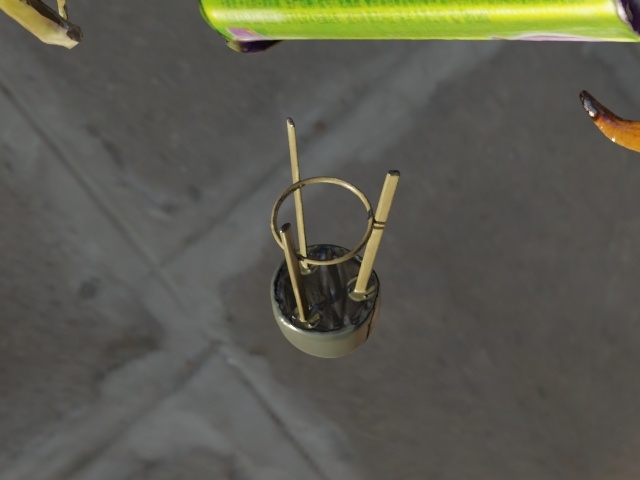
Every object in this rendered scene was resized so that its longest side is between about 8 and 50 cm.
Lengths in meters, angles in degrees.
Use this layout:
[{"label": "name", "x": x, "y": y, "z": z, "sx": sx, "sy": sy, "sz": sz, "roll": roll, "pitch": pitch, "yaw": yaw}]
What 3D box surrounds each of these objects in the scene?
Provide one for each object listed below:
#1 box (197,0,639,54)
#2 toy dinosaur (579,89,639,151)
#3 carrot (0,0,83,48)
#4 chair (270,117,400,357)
[{"label": "box", "x": 0.076, "y": -0.157, "z": 1.019, "sx": 0.134, "sy": 0.345, "sz": 0.097, "roll": -26, "pitch": 111, "yaw": -35}, {"label": "toy dinosaur", "x": 0.394, "y": -0.027, "z": 1.412, "sx": 0.208, "sy": 0.097, "sz": 0.432, "roll": -36, "pitch": 47, "yaw": 6}, {"label": "carrot", "x": -0.209, "y": -0.161, "z": 0.474, "sx": 0.331, "sy": 0.214, "sz": 0.193, "roll": 12, "pitch": 66, "yaw": -17}, {"label": "chair", "x": 0.001, "y": 0.001, "z": 1.477, "sx": 0.104, "sy": 0.221, "sz": 0.095, "roll": -23, "pitch": 58, "yaw": -13}]
